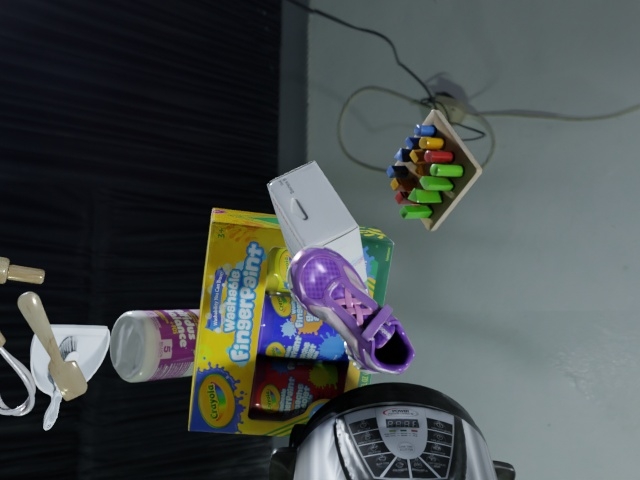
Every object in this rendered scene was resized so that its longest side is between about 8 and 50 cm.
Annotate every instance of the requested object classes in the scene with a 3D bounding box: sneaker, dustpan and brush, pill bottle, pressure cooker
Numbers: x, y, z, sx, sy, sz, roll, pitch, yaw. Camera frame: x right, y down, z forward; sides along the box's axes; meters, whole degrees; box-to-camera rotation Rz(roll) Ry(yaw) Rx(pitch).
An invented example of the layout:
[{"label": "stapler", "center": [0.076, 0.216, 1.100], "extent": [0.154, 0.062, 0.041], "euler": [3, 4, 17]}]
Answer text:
[{"label": "sneaker", "center": [0.052, 0.101, 0.907], "extent": [0.095, 0.236, 0.104], "euler": [-45, 23, -13]}, {"label": "dustpan and brush", "center": [-0.490, 0.261, 1.250], "extent": [0.060, 0.147, 0.211], "euler": [44, 114, 39]}, {"label": "pill bottle", "center": [-0.349, 0.255, 1.647], "extent": [0.169, 0.301, 0.169], "euler": [-3, 85, 42]}, {"label": "pressure cooker", "center": [0.121, 0.453, 1.122], "extent": [0.375, 0.370, 0.420], "euler": [-37, 22, 20]}]

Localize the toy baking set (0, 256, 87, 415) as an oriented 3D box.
[{"label": "toy baking set", "center": [-0.393, 0.107, 0.750], "extent": [0.030, 0.256, 0.197], "euler": [-147, 66, -65]}]

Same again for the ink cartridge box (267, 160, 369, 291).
[{"label": "ink cartridge box", "center": [0.000, 0.000, 1.083], "extent": [0.093, 0.212, 0.154], "euler": [-28, 57, -7]}]

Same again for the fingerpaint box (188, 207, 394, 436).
[{"label": "fingerpaint box", "center": [-0.072, 0.180, 1.401], "extent": [0.163, 0.370, 0.445], "euler": [-124, 42, -75]}]

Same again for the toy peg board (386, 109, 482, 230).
[{"label": "toy peg board", "center": [0.182, -0.127, 1.199], "extent": [0.161, 0.079, 0.161], "euler": [-57, 48, 40]}]
